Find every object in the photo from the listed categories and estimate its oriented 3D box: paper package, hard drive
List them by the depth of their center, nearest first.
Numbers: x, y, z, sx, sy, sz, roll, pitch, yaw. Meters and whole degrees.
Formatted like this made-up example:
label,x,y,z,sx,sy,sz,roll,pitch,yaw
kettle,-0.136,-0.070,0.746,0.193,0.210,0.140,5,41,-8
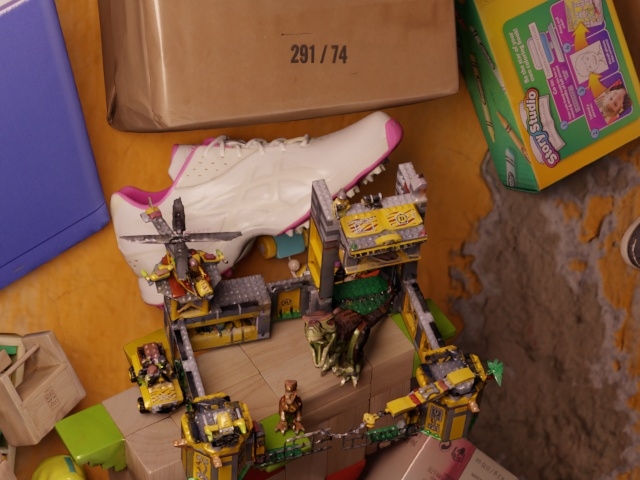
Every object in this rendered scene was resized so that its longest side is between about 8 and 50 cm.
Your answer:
label,x,y,z,sx,sy,sz,roll,pitch,yaw
hard drive,-0.308,-0.075,1.589,0.210,0.040,0.319,-32,146,-19
paper package,-0.051,-0.269,1.721,0.324,0.168,0.310,-10,102,-25

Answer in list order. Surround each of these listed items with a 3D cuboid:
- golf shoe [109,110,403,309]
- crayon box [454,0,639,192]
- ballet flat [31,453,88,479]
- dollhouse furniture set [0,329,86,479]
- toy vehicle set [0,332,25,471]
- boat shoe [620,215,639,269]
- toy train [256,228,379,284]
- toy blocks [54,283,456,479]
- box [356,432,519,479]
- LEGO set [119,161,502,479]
label,x,y,z,sx,sy,sz,roll,pitch,yaw
golf shoe,-0.068,-0.057,1.731,0.306,0.115,0.140,-31,93,5
crayon box,0.236,-0.211,1.916,0.165,0.081,0.278,-28,108,-20
ballet flat,-0.263,0.326,1.743,0.077,0.077,0.231,6,94,-26
dollhouse furniture set,-0.317,0.193,1.654,0.184,0.129,0.129,-47,118,-47
toy vehicle set,-0.416,0.165,1.670,0.266,0.035,0.166,3,95,-27
boat shoe,0.429,-0.045,2.042,0.075,0.065,0.206,46,76,-23
toy train,0.000,0.000,1.852,0.166,0.046,0.125,41,71,-24
toy blocks,-0.059,0.211,1.756,0.381,0.191,0.261,-24,142,-22
box,0.072,0.299,1.865,0.127,0.148,0.232,38,79,-25
LEGO set,-0.006,0.064,1.580,0.331,0.255,0.192,-5,141,-8
